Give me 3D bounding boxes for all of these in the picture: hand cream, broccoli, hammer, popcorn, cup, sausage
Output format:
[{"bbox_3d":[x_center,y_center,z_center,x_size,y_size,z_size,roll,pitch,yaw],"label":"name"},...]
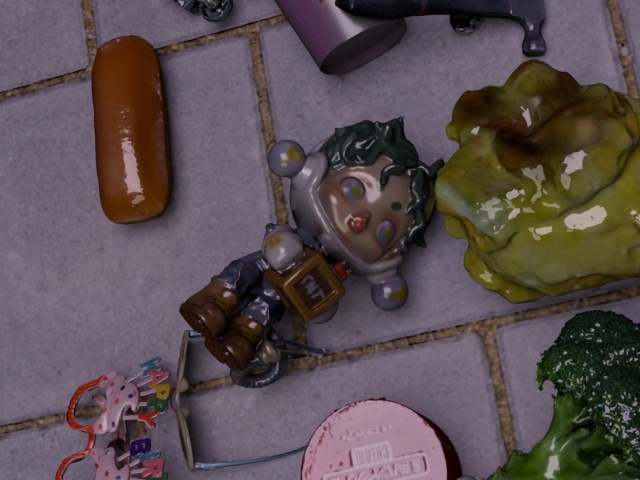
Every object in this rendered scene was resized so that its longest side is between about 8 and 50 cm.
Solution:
[{"bbox_3d":[0.079,0.298,1.779,0.193,0.125,0.193,-4,77,16],"label":"hand cream"},{"bbox_3d":[0.337,0.222,1.649,0.297,0.297,0.297,-36,70,15],"label":"broccoli"},{"bbox_3d":[0.160,-0.318,1.864,0.289,0.037,0.137,1,77,-18],"label":"hammer"},{"bbox_3d":[0.303,-0.069,1.725,0.312,0.312,0.312,-4,77,15],"label":"popcorn"},{"bbox_3d":[-0.006,-0.382,1.939,0.203,0.203,0.288,-29,77,8],"label":"cup"},{"bbox_3d":[-0.266,-0.156,1.996,0.105,0.105,0.274,-10,75,14],"label":"sausage"}]

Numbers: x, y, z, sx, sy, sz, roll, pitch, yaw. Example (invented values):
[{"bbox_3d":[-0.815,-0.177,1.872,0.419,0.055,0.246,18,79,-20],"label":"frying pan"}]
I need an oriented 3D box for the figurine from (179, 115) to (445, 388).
[{"bbox_3d":[-0.001,-0.003,1.805,0.382,0.261,0.186,-43,31,-18],"label":"figurine"}]

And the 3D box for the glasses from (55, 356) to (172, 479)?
[{"bbox_3d":[-0.258,0.283,1.894,0.162,0.095,0.255,-12,61,28],"label":"glasses"}]

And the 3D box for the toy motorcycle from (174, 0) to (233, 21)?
[{"bbox_3d":[-0.181,-0.396,2.046,0.193,0.061,0.124,32,95,28],"label":"toy motorcycle"}]

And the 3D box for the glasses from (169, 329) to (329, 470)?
[{"bbox_3d":[-0.098,0.203,1.871,0.220,0.088,0.190,-7,75,14],"label":"glasses"}]

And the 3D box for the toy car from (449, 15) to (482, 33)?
[{"bbox_3d":[0.212,-0.320,1.933,0.041,0.025,0.093,40,85,21],"label":"toy car"}]

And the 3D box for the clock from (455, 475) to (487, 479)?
[{"bbox_3d":[0.174,0.383,1.722,0.062,0.151,0.191,29,91,35],"label":"clock"}]
